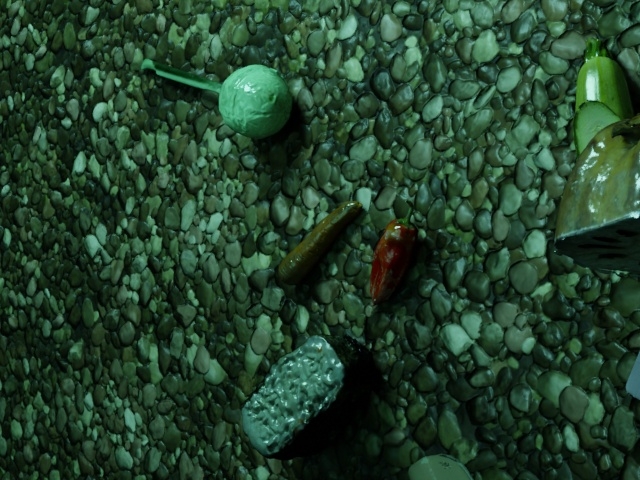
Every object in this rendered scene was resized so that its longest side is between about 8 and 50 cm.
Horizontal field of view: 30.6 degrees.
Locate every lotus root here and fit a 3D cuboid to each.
[{"bbox_3d":[0.405,-0.065,1.340,0.272,0.272,0.192,-4,78,43],"label":"lotus root"}]

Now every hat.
[{"bbox_3d":[0.162,0.390,1.639,0.147,0.085,0.175,-45,60,33],"label":"hat"}]

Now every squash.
[{"bbox_3d":[0.358,-0.172,1.497,0.090,0.075,0.200,143,121,-65],"label":"squash"}]

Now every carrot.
[{"bbox_3d":[0.000,0.000,1.850,0.191,0.047,0.047,-47,58,24],"label":"carrot"}]

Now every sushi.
[{"bbox_3d":[-0.013,0.238,1.785,0.225,0.127,0.124,-49,56,22],"label":"sushi"}]

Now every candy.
[{"bbox_3d":[-0.195,-0.271,2.026,0.440,0.119,0.119,27,106,50],"label":"candy"}]

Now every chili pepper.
[{"bbox_3d":[0.110,0.022,1.736,0.059,0.050,0.191,41,127,34],"label":"chili pepper"}]

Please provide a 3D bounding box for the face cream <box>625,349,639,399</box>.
[{"bbox_3d":[0.478,0.170,1.366,0.274,0.096,0.154,37,116,52],"label":"face cream"}]
